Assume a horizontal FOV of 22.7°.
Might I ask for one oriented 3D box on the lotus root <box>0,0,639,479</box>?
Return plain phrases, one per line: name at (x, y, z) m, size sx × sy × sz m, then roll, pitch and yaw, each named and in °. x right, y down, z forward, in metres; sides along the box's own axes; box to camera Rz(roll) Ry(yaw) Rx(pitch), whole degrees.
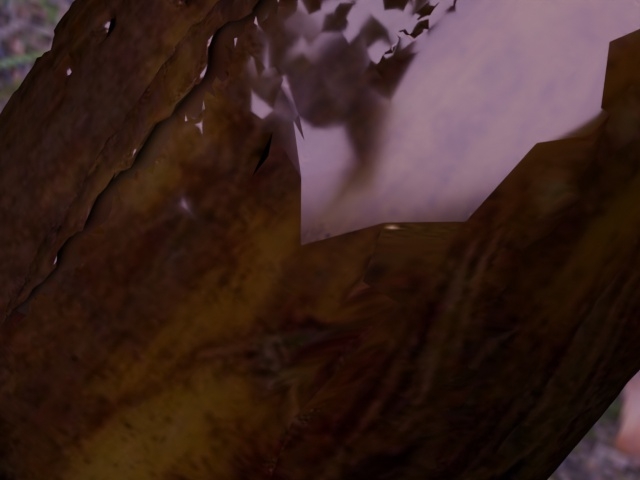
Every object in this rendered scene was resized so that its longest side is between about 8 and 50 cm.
lotus root at (0.000, 0.000, 0.445) m, size 0.179 × 0.196 × 0.397 m, roll 43°, pitch 119°, yaw 4°
